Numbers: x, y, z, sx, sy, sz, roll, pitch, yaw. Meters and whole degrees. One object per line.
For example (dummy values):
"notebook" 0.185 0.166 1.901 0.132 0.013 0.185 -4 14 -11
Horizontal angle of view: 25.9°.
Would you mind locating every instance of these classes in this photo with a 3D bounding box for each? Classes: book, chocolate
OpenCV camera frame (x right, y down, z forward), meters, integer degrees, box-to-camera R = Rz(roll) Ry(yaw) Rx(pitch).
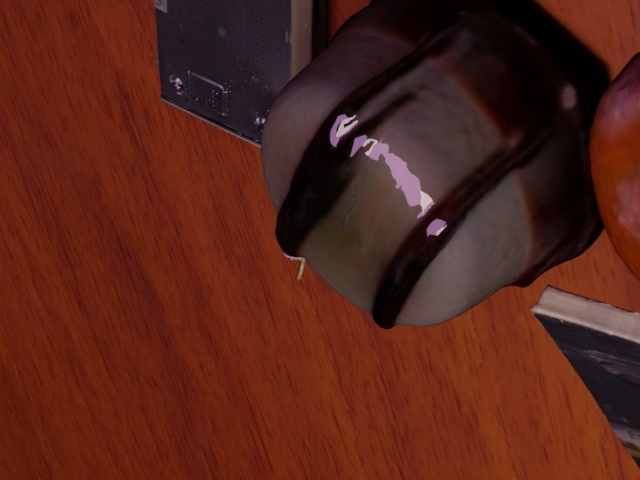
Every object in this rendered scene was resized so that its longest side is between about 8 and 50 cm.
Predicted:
"book" 0.320 0.162 0.970 0.262 0.028 0.374 18 159 38
"chocolate" 0.073 -0.055 1.091 0.283 0.186 0.284 27 134 32

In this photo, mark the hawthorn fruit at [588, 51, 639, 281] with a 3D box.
"hawthorn fruit" 0.302 -0.052 0.771 0.284 0.284 0.284 27 135 32

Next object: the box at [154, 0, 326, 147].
"box" -0.079 -0.215 1.251 0.211 0.045 0.270 28 135 29

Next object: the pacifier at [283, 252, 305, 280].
"pacifier" 0.000 0.000 1.331 0.064 0.068 0.083 14 118 -1
